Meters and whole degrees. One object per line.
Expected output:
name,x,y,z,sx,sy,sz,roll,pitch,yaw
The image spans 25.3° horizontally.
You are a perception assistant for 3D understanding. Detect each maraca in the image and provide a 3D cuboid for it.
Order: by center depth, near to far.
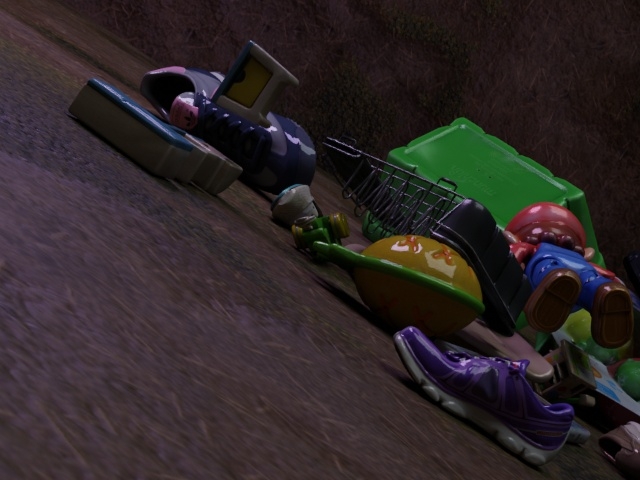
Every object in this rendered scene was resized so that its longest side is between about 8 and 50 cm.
maraca,0.080,0.039,1.453,0.185,0.099,0.127,20,-11,10

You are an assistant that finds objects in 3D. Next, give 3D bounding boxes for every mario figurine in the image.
mario figurine,0.301,0.072,1.831,0.198,0.170,0.320,50,8,-12

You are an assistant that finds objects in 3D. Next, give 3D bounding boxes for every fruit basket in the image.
fruit basket,0.447,0.189,1.977,0.327,0.165,0.353,32,8,-14
fruit basket,0.279,0.025,2.351,0.392,0.283,0.392,41,-34,37

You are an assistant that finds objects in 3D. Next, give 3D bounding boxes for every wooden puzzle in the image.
wooden puzzle,0.142,0.090,1.693,0.238,0.044,0.221,27,7,-15

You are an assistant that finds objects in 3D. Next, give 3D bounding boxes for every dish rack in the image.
dish rack,0.108,-0.013,1.616,0.271,0.074,0.208,28,-17,38

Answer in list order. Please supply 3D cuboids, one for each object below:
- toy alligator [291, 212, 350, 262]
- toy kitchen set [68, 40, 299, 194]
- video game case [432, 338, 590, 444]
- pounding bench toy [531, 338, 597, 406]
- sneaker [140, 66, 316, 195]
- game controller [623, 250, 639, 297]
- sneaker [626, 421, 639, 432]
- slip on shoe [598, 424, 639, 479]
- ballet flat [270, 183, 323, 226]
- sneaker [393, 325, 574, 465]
toy alligator,0.000,0.000,1.592,0.189,0.056,0.051,-3,77,-82
toy kitchen set,-0.138,-0.157,1.519,0.122,0.166,0.207,35,5,16
video game case,0.201,0.160,1.498,0.157,0.019,0.143,35,5,27
pounding bench toy,0.290,0.175,1.712,0.052,0.065,0.083,30,37,-37
sneaker,-0.136,-0.150,1.966,0.131,0.112,0.319,5,21,-42
game controller,0.519,0.137,1.983,0.166,0.067,0.319,43,19,-29
sneaker,0.375,0.239,1.657,0.070,0.051,0.134,40,11,14
slip on shoe,0.334,0.236,1.513,0.041,0.051,0.135,-7,22,-6
ballet flat,-0.021,-0.038,1.778,0.052,0.057,0.168,44,6,5
sneaker,0.138,0.118,1.200,0.170,0.071,0.068,33,5,-4
